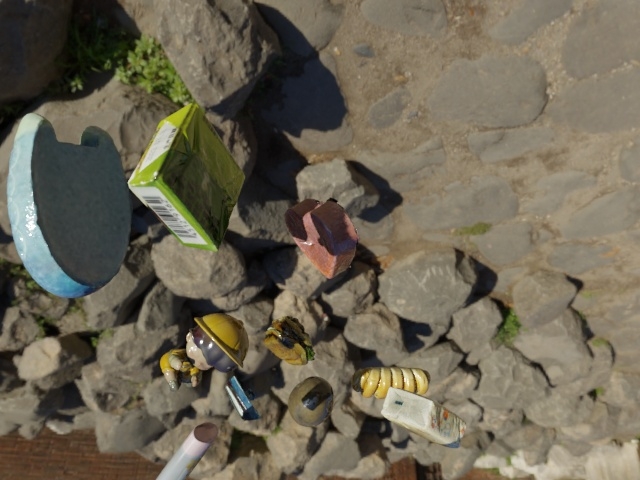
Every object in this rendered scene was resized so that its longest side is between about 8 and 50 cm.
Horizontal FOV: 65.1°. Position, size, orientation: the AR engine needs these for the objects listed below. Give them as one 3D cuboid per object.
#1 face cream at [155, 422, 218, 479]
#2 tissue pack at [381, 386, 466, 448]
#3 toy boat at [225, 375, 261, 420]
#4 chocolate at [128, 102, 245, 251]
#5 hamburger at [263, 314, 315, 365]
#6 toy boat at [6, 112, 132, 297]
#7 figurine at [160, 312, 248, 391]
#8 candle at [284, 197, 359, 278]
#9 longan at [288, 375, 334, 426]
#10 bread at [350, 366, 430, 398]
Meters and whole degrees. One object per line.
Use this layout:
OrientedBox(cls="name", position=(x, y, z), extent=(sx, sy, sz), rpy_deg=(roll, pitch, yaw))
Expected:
OrientedBox(cls="face cream", position=(-0.317, 0.517, 1.185), extent=(0.198, 0.057, 0.084), rpy_deg=(-53, 160, 19))
OrientedBox(cls="tissue pack", position=(0.276, 0.473, 1.333), extent=(0.148, 0.092, 0.196), rpy_deg=(3, 153, 47))
OrientedBox(cls="toy boat", position=(-0.211, 0.437, 1.386), extent=(0.060, 0.137, 0.060), rpy_deg=(-17, 144, -33))
OrientedBox(cls="chocolate", position=(-0.356, -0.164, 1.374), extent=(0.136, 0.289, 0.301), rpy_deg=(-4, 141, 22))
OrientedBox(cls="hamburger", position=(-0.127, 0.396, 1.907), extent=(0.183, 0.130, 0.206), rpy_deg=(-19, 107, 53))
OrientedBox(cls="toy boat", position=(-0.468, -0.058, 0.920), extent=(0.122, 0.331, 0.215), rpy_deg=(-11, 178, 26))
OrientedBox(cls="figurine", position=(-0.322, 0.303, 1.391), extent=(0.256, 0.167, 0.192), rpy_deg=(-25, 142, 9))
OrientedBox(cls="candle", position=(0.000, 0.000, 1.729), extent=(0.316, 0.131, 0.288), rpy_deg=(20, 137, 56))
OrientedBox(cls="longan", position=(-0.030, 0.567, 1.769), extent=(0.167, 0.168, 0.187), rpy_deg=(9, 124, -13))
OrientedBox(cls="bread", position=(0.282, 0.562, 1.974), extent=(0.310, 0.121, 0.173), rpy_deg=(3, 159, -7))
